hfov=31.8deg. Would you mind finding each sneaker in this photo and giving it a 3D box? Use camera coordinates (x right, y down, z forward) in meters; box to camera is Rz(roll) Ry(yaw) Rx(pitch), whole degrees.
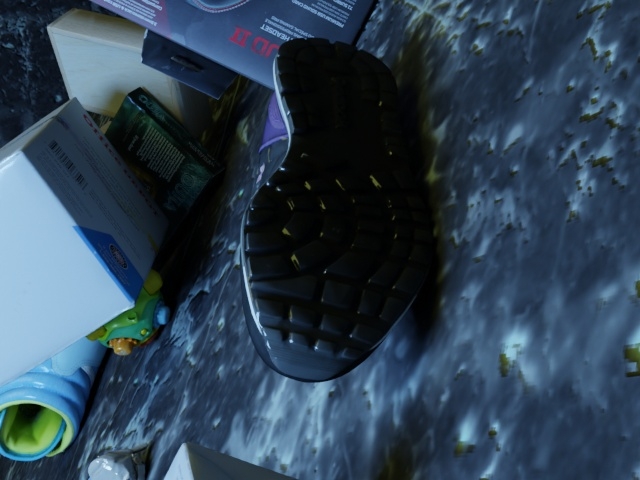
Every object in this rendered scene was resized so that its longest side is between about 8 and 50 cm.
[{"bbox_3d":[0.000,0.000,0.693,0.283,0.107,0.124,-84,11,-50],"label":"sneaker"},{"bbox_3d":[-0.360,0.175,1.382,0.319,0.127,0.208,-34,36,59],"label":"sneaker"}]

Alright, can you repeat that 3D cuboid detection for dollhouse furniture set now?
[{"bbox_3d":[-0.118,-0.257,1.303,0.355,0.173,0.303,-47,-38,-37],"label":"dollhouse furniture set"}]

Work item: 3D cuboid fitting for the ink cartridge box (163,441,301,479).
[{"bbox_3d":[-0.056,0.203,0.555,0.180,0.104,0.060,-64,20,9],"label":"ink cartridge box"}]

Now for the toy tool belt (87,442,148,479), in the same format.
[{"bbox_3d":[-0.183,0.214,0.991,0.083,0.052,0.051,-52,-8,29],"label":"toy tool belt"}]

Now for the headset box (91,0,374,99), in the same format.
[{"bbox_3d":[-0.051,-0.261,0.914,0.293,0.218,0.110,-61,19,12],"label":"headset box"}]

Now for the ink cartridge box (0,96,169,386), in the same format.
[{"bbox_3d":[-0.273,-0.005,1.084,0.168,0.171,0.233,-32,15,11],"label":"ink cartridge box"}]

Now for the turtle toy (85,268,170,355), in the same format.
[{"bbox_3d":[-0.196,0.075,1.139,0.095,0.066,0.130,-40,16,-11],"label":"turtle toy"}]

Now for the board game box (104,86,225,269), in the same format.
[{"bbox_3d":[-0.193,-0.059,1.212,0.186,0.126,0.026,-49,-4,41],"label":"board game box"}]
